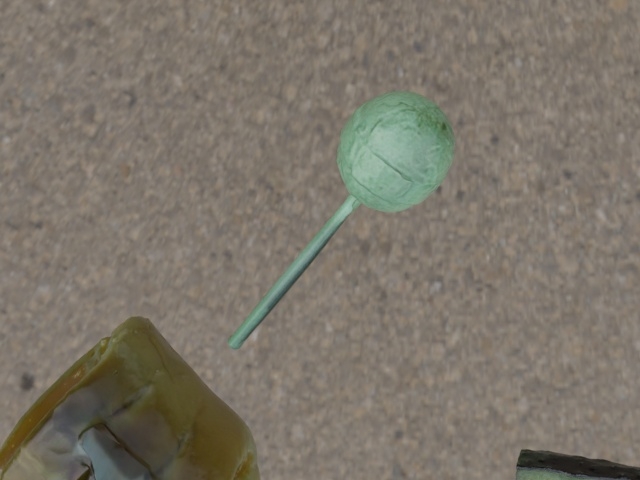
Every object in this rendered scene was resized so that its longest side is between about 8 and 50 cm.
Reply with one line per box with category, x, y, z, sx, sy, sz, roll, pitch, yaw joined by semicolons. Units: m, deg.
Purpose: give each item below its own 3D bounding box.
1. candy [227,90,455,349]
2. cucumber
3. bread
candy;0.000;0.000;1.449;0.119;0.119;0.440;31;131;-11
cucumber;0.319;0.269;1.414;0.211;0.062;0.078;3;113;22
bread;-0.239;0.312;1.714;0.300;0.210;0.341;-41;86;2
